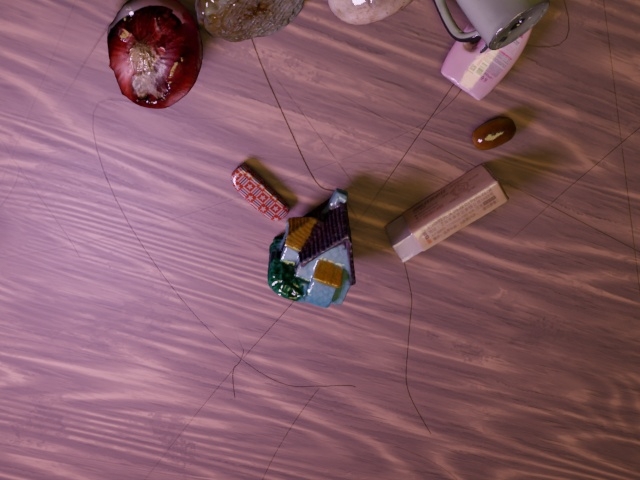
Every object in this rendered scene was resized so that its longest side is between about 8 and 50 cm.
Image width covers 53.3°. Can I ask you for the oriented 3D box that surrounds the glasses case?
[{"bbox_3d":[-0.172,-0.132,1.793,0.073,0.049,0.194,-41,111,15],"label":"glasses case"}]

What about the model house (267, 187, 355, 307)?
[{"bbox_3d":[0.000,0.000,1.739,0.229,0.280,0.249,15,118,-12],"label":"model house"}]

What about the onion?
[{"bbox_3d":[-0.391,-0.460,1.573,0.272,0.195,0.272,1,92,24],"label":"onion"}]

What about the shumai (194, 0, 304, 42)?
[{"bbox_3d":[-0.189,-0.654,1.497,0.309,0.304,0.264,-30,81,25],"label":"shumai"}]

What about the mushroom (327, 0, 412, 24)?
[{"bbox_3d":[0.133,-0.626,1.513,0.253,0.189,0.195,-29,116,5],"label":"mushroom"}]

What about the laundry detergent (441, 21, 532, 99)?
[{"bbox_3d":[0.460,-0.535,1.635,0.159,0.088,0.335,33,107,-8],"label":"laundry detergent"}]

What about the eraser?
[{"bbox_3d":[0.351,-0.077,1.807,0.343,0.144,0.078,-32,115,11],"label":"eraser"}]

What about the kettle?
[{"bbox_3d":[0.385,-0.590,1.532,0.255,0.165,0.240,56,134,8],"label":"kettle"}]

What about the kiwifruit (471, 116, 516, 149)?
[{"bbox_3d":[0.477,-0.294,1.756,0.124,0.075,0.075,-20,115,9],"label":"kiwifruit"}]
